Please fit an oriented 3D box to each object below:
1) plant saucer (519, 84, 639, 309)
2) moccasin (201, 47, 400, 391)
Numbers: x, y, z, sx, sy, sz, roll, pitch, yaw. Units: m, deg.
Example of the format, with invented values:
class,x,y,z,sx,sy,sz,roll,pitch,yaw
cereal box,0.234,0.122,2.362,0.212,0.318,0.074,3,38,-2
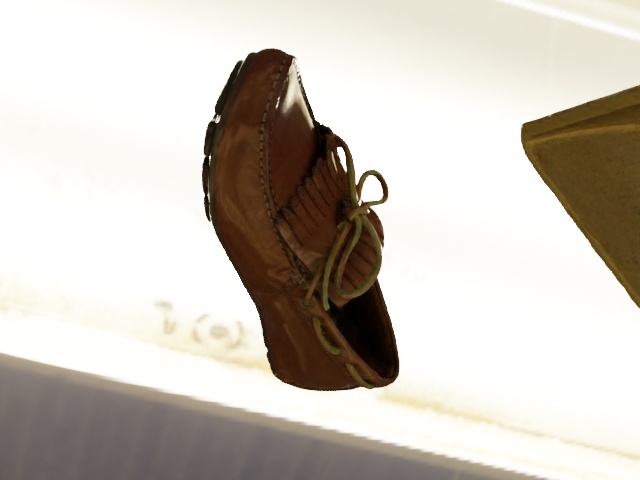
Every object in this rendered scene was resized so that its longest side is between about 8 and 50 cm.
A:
class,x,y,z,sx,sy,sz,roll,pitch,yaw
plant saucer,0.303,0.022,0.641,0.081,0.333,0.333,-41,-80,-19
moccasin,-0.001,0.002,0.995,0.147,0.139,0.380,7,-45,21
